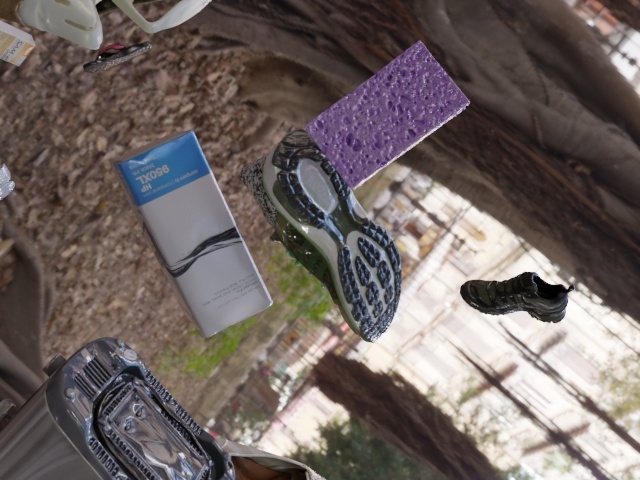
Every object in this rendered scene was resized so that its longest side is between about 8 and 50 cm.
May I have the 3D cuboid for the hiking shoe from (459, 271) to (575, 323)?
[{"bbox_3d":[0.410,0.100,1.532,0.086,0.226,0.114,-77,173,-46],"label":"hiking shoe"}]

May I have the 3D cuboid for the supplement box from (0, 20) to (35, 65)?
[{"bbox_3d":[-0.629,-0.395,1.452,0.062,0.036,0.098,-40,151,21],"label":"supplement box"}]

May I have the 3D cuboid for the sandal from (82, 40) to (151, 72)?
[{"bbox_3d":[-0.490,-0.445,1.743,0.179,0.040,0.067,-32,-171,-28],"label":"sandal"}]

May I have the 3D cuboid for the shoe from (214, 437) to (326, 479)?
[{"bbox_3d":[-0.050,0.263,0.758,0.058,0.219,0.077,-25,-137,48],"label":"shoe"}]

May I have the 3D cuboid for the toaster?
[{"bbox_3d":[-0.183,0.208,0.638,0.146,0.227,0.129,-38,-171,21],"label":"toaster"}]

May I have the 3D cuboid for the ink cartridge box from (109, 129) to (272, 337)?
[{"bbox_3d":[-0.282,-0.021,1.559,0.166,0.395,0.285,-28,-166,-15],"label":"ink cartridge box"}]

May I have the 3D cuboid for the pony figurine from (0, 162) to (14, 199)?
[{"bbox_3d":[-0.649,-0.078,0.998,0.351,0.363,0.303,-42,168,-13],"label":"pony figurine"}]

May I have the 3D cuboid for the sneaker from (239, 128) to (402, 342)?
[{"bbox_3d":[0.000,0.000,1.261,0.182,0.410,0.158,-1,-145,50],"label":"sneaker"}]

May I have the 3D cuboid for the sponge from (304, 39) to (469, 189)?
[{"bbox_3d":[0.095,-0.179,1.050,0.210,0.117,0.031,-36,176,4],"label":"sponge"}]

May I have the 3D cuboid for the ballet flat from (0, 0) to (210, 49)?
[{"bbox_3d":[-0.234,-0.289,0.837,0.342,0.124,0.116,-19,168,-20],"label":"ballet flat"}]
